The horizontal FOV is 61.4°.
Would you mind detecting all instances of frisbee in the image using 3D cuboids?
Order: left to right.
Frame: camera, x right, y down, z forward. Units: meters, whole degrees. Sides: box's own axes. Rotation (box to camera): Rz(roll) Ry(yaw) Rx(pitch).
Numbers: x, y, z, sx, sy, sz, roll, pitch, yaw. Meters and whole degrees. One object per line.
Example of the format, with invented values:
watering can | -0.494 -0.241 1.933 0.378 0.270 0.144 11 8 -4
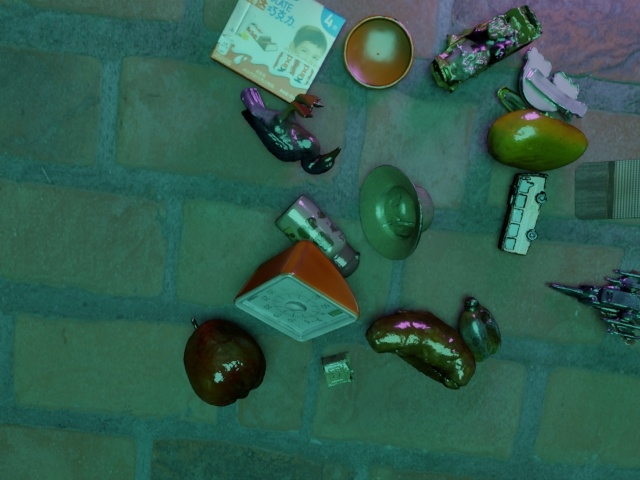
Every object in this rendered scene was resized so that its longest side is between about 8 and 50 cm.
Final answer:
frisbee | 0.154 -0.500 1.441 0.192 0.035 0.192 0 99 0

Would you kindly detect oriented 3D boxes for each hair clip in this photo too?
hair clip | 0.555 -0.355 1.469 0.188 0.033 0.060 32 99 -11
hair clip | 0.613 -0.404 1.440 0.220 0.054 0.140 36 82 -6

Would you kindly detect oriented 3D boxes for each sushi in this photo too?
sushi | 0.418 -0.509 1.398 0.291 0.131 0.139 -30 100 13

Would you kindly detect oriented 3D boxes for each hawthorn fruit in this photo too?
hawthorn fruit | -0.278 0.322 1.498 0.224 0.224 0.261 -40 77 6

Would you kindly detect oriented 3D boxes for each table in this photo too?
table | 0.052 0.377 1.574 0.083 0.062 0.079 -15 100 2

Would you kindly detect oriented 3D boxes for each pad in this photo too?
pad | 0.848 -0.062 1.509 0.250 0.055 0.323 -4 82 0

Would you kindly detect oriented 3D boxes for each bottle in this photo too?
bottle | 0.000 0.000 1.483 0.120 0.120 0.253 -43 97 6

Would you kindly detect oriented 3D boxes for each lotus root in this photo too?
lotus root | 0.452 0.253 1.544 0.113 0.088 0.192 -21 99 -13

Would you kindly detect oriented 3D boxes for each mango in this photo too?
mango | 0.571 -0.261 1.425 0.262 0.130 0.167 11 140 -13

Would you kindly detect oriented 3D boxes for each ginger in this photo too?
ginger | 0.286 0.291 1.522 0.321 0.172 0.165 24 136 1

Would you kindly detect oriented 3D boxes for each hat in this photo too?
hat | 0.230 -0.080 1.450 0.130 0.257 0.257 -9 101 -31

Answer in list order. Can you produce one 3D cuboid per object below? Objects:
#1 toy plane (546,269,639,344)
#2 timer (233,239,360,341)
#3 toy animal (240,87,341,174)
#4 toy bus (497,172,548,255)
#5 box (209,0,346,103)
toy plane | 0.810 0.166 1.523 0.326 0.104 0.222 17 72 0
timer | -0.052 0.156 1.448 0.250 0.161 0.257 46 134 -15
toy animal | -0.083 -0.294 1.417 0.298 0.122 0.185 25 134 0
toy bus | 0.564 -0.076 1.499 0.096 0.073 0.234 10 100 5
box | -0.112 -0.532 1.428 0.273 0.048 0.265 28 98 -4
